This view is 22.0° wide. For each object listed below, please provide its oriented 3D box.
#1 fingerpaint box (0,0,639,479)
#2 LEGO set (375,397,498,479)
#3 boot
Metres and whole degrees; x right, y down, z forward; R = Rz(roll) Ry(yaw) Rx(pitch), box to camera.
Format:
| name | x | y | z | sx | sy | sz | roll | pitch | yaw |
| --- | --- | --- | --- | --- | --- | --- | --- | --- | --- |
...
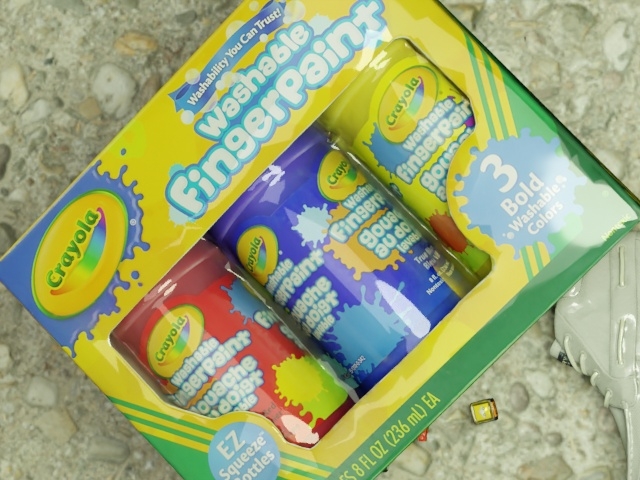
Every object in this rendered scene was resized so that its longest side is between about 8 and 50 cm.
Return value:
| name | x | y | z | sx | sy | sz | roll | pitch | yaw |
| --- | --- | --- | --- | --- | --- | --- | --- | --- | --- |
| fingerpaint box | 0.000 | 0.000 | 1.451 | 0.445 | 0.163 | 0.371 | -45 | 83 | 10 |
| LEGO set | 0.049 | 0.113 | 1.563 | 0.182 | 0.060 | 0.244 | -46 | 78 | 10 |
| boot | 0.271 | 0.117 | 1.501 | 0.123 | 0.095 | 0.258 | 3 | 78 | 19 |
